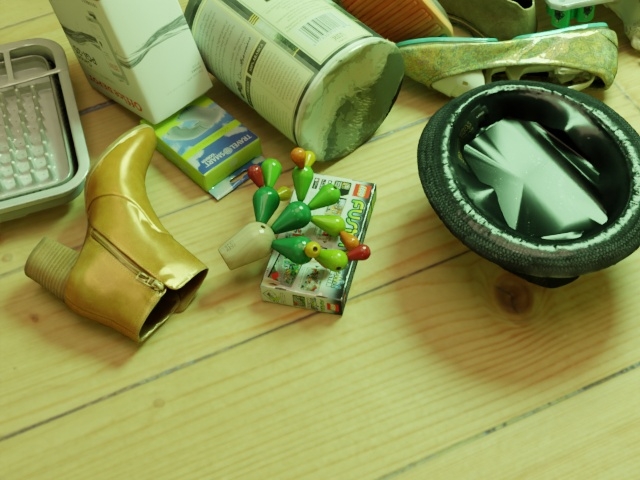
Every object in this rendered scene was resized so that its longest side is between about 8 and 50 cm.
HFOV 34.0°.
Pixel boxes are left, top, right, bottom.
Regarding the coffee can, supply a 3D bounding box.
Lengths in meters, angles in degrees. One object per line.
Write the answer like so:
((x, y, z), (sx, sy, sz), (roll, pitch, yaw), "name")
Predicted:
((-0.043, -0.273, 1.541), (0.202, 0.201, 0.275), (-35, 59, -22), "coffee can")

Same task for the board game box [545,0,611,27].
((0.495, -0.488, 1.724), (0.390, 0.050, 0.390), (-12, 41, -6), "board game box")

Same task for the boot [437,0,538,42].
((0.228, -0.412, 1.689), (0.112, 0.115, 0.305), (-41, 59, -21), "boot")

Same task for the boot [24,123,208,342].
((-0.238, -0.010, 1.427), (0.211, 0.104, 0.295), (25, 63, 14), "boot")

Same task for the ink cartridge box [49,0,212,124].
((-0.296, -0.333, 1.526), (0.117, 0.283, 0.207), (-38, 44, -20), "ink cartridge box")

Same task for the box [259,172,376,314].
((0.000, 0.000, 1.435), (0.114, 0.036, 0.207), (11, 54, 11), "box")

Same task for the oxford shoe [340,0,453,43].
((0.072, -0.425, 1.560), (0.364, 0.130, 0.132), (37, 56, -25), "oxford shoe")

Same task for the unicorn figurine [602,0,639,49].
((0.498, -0.365, 1.670), (0.111, 0.060, 0.161), (-9, 50, -9), "unicorn figurine")

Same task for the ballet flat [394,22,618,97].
((0.275, -0.254, 1.576), (0.349, 0.123, 0.123), (-5, 53, 2), "ballet flat")

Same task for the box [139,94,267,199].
((-0.172, -0.147, 1.553), (0.109, 0.042, 0.178), (-38, 59, -22), "box")

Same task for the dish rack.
((-0.495, -0.147, 1.553), (0.286, 0.072, 0.332), (-15, 53, -9), "dish rack")

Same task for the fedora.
((0.280, -0.056, 1.389), (0.334, 0.152, 0.334), (-1, 53, 2), "fedora")

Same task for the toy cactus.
((-0.050, -0.022, 1.379), (0.181, 0.112, 0.219), (-32, 65, -7), "toy cactus")
